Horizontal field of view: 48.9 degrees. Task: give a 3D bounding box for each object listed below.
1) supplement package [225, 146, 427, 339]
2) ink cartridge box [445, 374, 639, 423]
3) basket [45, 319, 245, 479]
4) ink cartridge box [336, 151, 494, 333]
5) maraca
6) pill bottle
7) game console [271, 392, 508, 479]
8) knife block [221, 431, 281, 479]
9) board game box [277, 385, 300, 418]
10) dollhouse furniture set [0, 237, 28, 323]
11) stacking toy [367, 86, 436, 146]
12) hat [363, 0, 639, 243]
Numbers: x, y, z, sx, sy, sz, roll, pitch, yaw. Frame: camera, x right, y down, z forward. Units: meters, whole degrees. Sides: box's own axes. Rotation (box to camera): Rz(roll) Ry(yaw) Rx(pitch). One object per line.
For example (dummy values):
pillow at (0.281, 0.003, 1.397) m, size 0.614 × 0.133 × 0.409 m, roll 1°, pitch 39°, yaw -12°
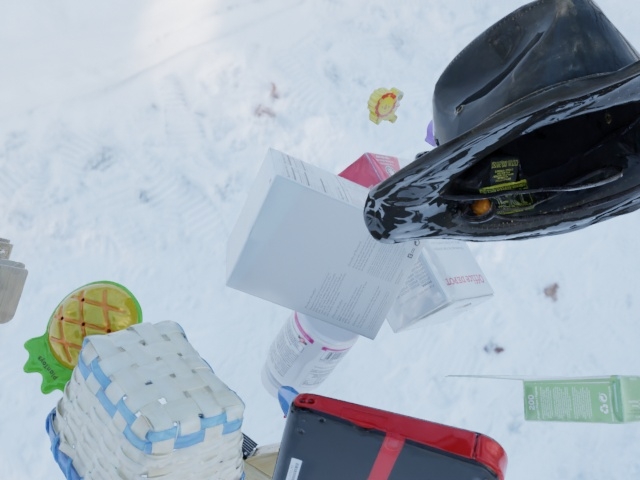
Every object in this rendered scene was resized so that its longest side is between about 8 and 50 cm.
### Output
supplement package at (0.000, 0.000, 1.177) m, size 0.263 × 0.199 × 0.198 m, roll 22°, pitch 16°, yaw -14°
ink cartridge box at (0.294, 0.187, 0.846) m, size 0.171 × 0.235 × 0.056 m, roll 9°, pitch 75°, yaw -39°
basket at (-0.212, 0.267, 0.861) m, size 0.201 × 0.288 × 0.255 m, roll -3°, pitch 34°, yaw -45°
ink cartridge box at (0.205, 0.004, 1.632) m, size 0.279 × 0.160 × 0.384 m, roll 0°, pitch 59°, yaw -56°
maraca at (-0.342, 0.140, 1.016) m, size 0.186 × 0.099 × 0.127 m, roll -43°, pitch 77°, yaw -8°
pill bottle at (-0.032, 0.260, 1.684) m, size 0.161 × 0.283 × 0.160 m, roll 18°, pitch 42°, yaw -17°
game console at (0.093, 0.404, 1.155) m, size 0.342 × 0.386 × 0.060 m, roll 16°, pitch 42°, yaw 4°
knife block at (-0.167, 0.540, 1.552) m, size 0.242 × 0.088 × 0.275 m, roll -16°, pitch 87°, yaw 9°
board game box at (-0.025, 0.337, 1.264) m, size 0.169 × 0.033 × 0.133 m, roll 42°, pitch 11°, yaw -8°
dollhouse furniture set at (-0.979, 0.110, 1.753) m, size 0.394 × 0.362 × 0.256 m, roll 17°, pitch 94°, yaw -33°
stacking toy at (0.193, -0.156, 0.943) m, size 0.221 × 0.052 × 0.167 m, roll -13°, pitch 41°, yaw -41°
hat at (0.175, -0.097, 0.539) m, size 0.332 × 0.331 × 0.133 m, roll -1°, pitch 73°, yaw -22°
